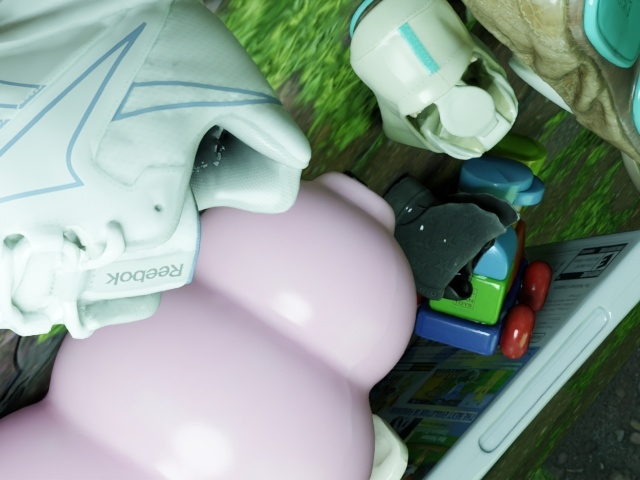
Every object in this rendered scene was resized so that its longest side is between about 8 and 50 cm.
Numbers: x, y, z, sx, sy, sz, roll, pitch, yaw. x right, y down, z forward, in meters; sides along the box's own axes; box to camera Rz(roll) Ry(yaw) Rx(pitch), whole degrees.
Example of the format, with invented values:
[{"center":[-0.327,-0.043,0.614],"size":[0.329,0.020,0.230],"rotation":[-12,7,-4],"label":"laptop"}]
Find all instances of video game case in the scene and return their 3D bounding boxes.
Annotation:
[{"center":[0.122,0.114,1.516],"size":[0.300,0.036,0.329],"rotation":[-46,-171,-14],"label":"video game case"}]

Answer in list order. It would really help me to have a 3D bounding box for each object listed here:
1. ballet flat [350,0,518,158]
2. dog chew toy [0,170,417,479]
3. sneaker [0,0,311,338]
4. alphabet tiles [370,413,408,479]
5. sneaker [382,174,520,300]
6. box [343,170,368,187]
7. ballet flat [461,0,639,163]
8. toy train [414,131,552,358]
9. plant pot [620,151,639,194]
[{"center":[0.076,-0.086,1.095],"size":[0.086,0.086,0.248],"rotation":[-52,164,5],"label":"ballet flat"},{"center":[-0.066,0.111,0.959],"size":[0.332,0.206,0.206],"rotation":[-56,165,-7],"label":"dog chew toy"},{"center":[-0.116,-0.018,0.641],"size":[0.297,0.129,0.111],"rotation":[-35,160,-40],"label":"sneaker"},{"center":[-0.062,0.193,1.082],"size":[0.021,0.284,0.278],"rotation":[33,97,-33],"label":"alphabet tiles"},{"center":[0.068,0.021,1.300],"size":[0.051,0.089,0.170],"rotation":[-29,154,-52],"label":"sneaker"},{"center":[0.000,0.000,1.195],"size":[0.067,0.018,0.083],"rotation":[-44,163,-22],"label":"box"},{"center":[0.162,-0.129,1.144],"size":[0.342,0.124,0.116],"rotation":[21,87,-64],"label":"ballet flat"},{"center":[0.139,-0.022,1.423],"size":[0.248,0.105,0.143],"rotation":[-55,159,-63],"label":"toy train"},{"center":[0.419,-0.149,1.658],"size":[0.229,0.263,0.263],"rotation":[-59,176,-49],"label":"plant pot"}]
